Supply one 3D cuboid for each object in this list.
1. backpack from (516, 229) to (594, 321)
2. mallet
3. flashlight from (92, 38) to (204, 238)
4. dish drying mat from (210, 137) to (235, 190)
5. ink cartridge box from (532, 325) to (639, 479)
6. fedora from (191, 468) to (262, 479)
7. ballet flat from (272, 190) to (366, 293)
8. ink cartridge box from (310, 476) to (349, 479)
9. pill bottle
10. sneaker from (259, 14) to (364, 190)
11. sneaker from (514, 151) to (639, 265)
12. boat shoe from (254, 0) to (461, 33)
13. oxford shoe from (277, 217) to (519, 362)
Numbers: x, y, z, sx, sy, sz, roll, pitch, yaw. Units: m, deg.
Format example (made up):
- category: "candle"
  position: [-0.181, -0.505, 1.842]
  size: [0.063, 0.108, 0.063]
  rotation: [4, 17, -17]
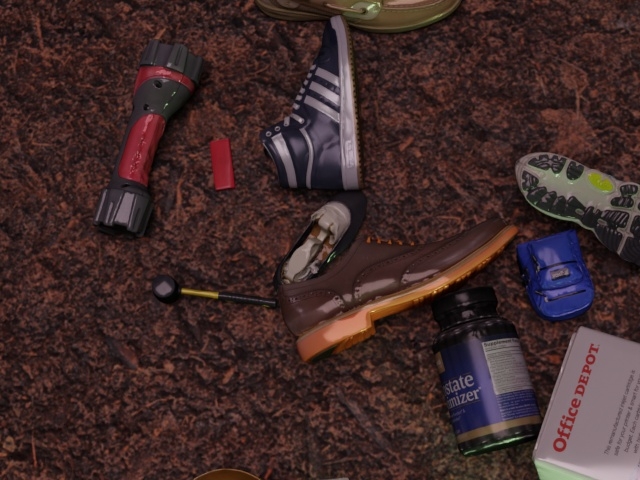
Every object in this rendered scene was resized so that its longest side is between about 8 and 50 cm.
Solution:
- category: "backpack"
  position: [0.335, 0.054, 1.542]
  size: [0.098, 0.101, 0.120]
  rotation: [-16, 77, 10]
- category: "mallet"
  position: [-0.161, 0.081, 1.621]
  size: [0.189, 0.062, 0.039]
  rotation: [5, 77, 9]
- category: "flashlight"
  position: [-0.267, -0.156, 1.678]
  size: [0.103, 0.103, 0.304]
  rotation: [12, 76, 8]
- category: "dish drying mat"
  position: [-0.154, -0.119, 1.700]
  size: [0.032, 0.008, 0.083]
  rotation: [-10, 74, 4]
- category: "ink cartridge box"
  position: [0.446, 0.258, 1.432]
  size: [0.278, 0.117, 0.201]
  rotation: [16, 70, 21]
- category: "fedora"
  position: [-0.134, 0.418, 1.521]
  size: [0.194, 0.079, 0.194]
  rotation: [-2, 76, 7]
- category: "ballet flat"
  position: [0.000, 0.000, 1.616]
  size: [0.074, 0.074, 0.203]
  rotation: [36, 83, 15]
- category: "ink cartridge box"
  position: [-0.043, 0.463, 1.424]
  size: [0.114, 0.198, 0.273]
  rotation: [-23, 69, 40]
- category: "pill bottle"
  position: [0.227, 0.181, 1.511]
  size: [0.122, 0.123, 0.219]
  rotation: [-15, 74, 4]
- category: "sneaker"
  position: [-0.017, -0.209, 1.659]
  size: [0.153, 0.099, 0.282]
  rotation: [-5, 75, 7]
- category: "sneaker"
  position: [0.406, -0.054, 1.558]
  size: [0.275, 0.110, 0.107]
  rotation: [30, 98, -3]
- category: "boat shoe"
  position: [0.053, -0.402, 1.692]
  size: [0.341, 0.110, 0.122]
  rotation: [1, 76, 8]
- category: "oxford shoe"
  position: [0.111, 0.038, 1.549]
  size: [0.363, 0.130, 0.133]
  rotation: [-26, 76, -7]
